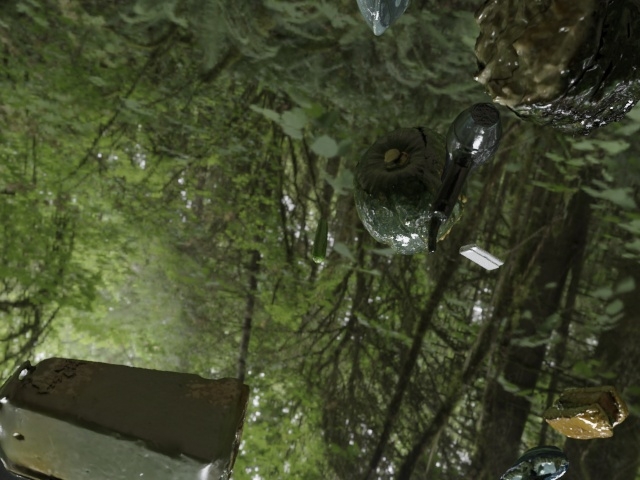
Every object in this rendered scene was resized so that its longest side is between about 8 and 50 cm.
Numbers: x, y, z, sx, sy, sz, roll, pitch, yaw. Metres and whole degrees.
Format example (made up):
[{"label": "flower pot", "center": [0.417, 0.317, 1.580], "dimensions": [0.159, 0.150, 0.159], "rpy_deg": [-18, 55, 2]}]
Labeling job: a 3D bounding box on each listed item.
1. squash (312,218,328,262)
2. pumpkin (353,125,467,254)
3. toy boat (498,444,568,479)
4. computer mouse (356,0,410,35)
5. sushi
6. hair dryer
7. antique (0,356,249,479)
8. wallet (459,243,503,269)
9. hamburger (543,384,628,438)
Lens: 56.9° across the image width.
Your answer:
[{"label": "squash", "center": [0.001, 0.001, 1.016], "dimensions": [0.027, 0.027, 0.089], "rpy_deg": [11, -126, -1]}, {"label": "pumpkin", "center": [0.223, -0.128, 1.468], "dimensions": [0.257, 0.291, 0.328], "rpy_deg": [54, -171, -38]}, {"label": "toy boat", "center": [0.481, 0.566, 1.343], "dimensions": [0.070, 0.210, 0.291], "rpy_deg": [46, -166, 8]}, {"label": "computer mouse", "center": [0.115, -0.553, 1.056], "dimensions": [0.090, 0.380, 0.167], "rpy_deg": [24, -131, 19]}, {"label": "sushi", "center": [0.307, -0.307, 0.713], "dimensions": [0.170, 0.351, 0.211], "rpy_deg": [13, -179, -14]}, {"label": "hair dryer", "center": [0.219, -0.088, 1.026], "dimensions": [0.091, 0.272, 0.236], "rpy_deg": [27, 158, 8]}, {"label": "antique", "center": [-0.238, 0.223, 0.691], "dimensions": [0.284, 0.125, 0.150], "rpy_deg": [12, -155, -1]}, {"label": "wallet", "center": [0.454, 0.046, 1.661], "dimensions": [0.122, 0.025, 0.061], "rpy_deg": [28, 148, -27]}, {"label": "hamburger", "center": [0.691, 0.461, 1.544], "dimensions": [0.131, 0.124, 0.262], "rpy_deg": [52, 165, 9]}]
